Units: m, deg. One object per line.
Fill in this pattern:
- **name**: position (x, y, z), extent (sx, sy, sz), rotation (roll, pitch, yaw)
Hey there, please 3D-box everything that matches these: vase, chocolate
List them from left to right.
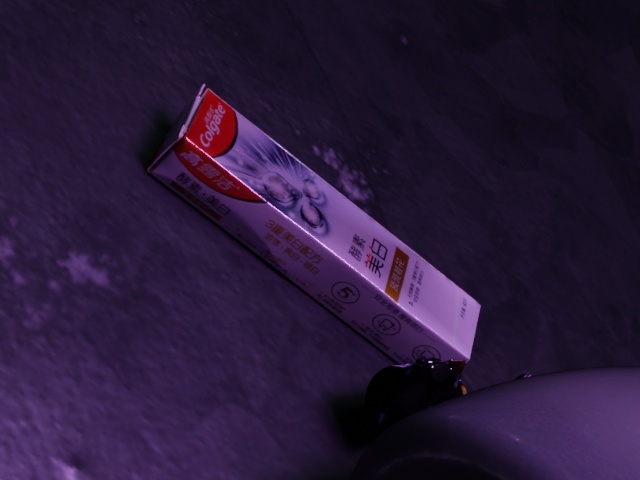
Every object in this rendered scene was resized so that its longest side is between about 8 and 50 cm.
- **chocolate**: position (0.080, 0.093, 0.827), extent (0.147, 0.072, 0.070), rotation (25, 33, -38)
- **vase**: position (0.173, 0.124, 0.772), extent (0.321, 0.173, 0.173), rotation (-21, 74, -45)

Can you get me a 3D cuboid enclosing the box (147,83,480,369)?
- **box**: position (0.000, 0.000, 0.847), extent (0.218, 0.039, 0.055), rotation (37, 39, -16)
